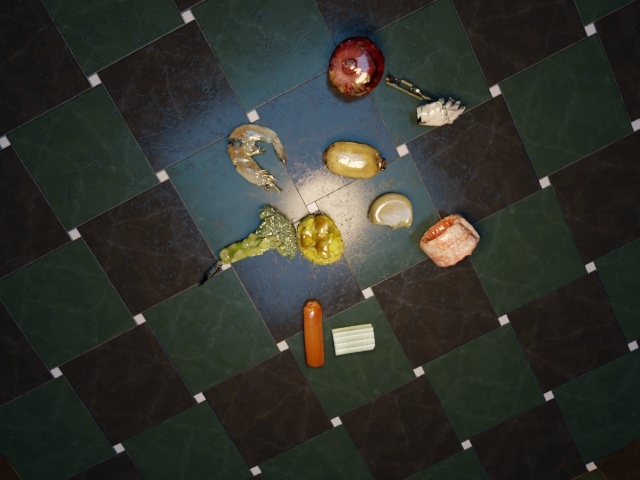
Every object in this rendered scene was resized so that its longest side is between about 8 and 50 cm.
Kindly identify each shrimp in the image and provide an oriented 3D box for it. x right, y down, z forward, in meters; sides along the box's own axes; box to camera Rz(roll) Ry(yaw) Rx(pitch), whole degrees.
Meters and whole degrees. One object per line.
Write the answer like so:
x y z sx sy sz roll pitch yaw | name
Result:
-0.269 -0.370 1.862 0.247 0.085 0.360 -36 95 -3 | shrimp

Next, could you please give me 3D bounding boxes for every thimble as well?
0.594 0.001 1.879 0.239 0.239 0.162 -40 98 4 | thimble

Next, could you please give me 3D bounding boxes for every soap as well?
0.163 0.486 2.016 0.198 0.066 0.118 -8 101 -1 | soap

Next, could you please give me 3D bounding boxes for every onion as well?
0.151 -0.743 1.757 0.247 0.190 0.246 4 110 12 | onion

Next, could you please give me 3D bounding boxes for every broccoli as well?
-0.295 -0.011 1.871 0.362 0.221 0.251 -8 125 4 | broccoli

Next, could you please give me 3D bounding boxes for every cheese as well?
0.323 -0.134 1.912 0.203 0.091 0.175 -7 100 0 | cheese

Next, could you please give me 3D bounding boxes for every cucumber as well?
-0.531 0.161 1.953 0.163 0.043 0.039 -45 60 3 | cucumber

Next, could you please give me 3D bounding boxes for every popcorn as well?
0.000 0.000 1.842 0.206 0.251 0.236 -12 103 -6 | popcorn

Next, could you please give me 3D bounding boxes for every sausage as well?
-0.035 0.468 1.992 0.097 0.094 0.347 -2 100 2 | sausage

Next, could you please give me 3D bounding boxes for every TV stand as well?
0.409 -0.685 1.853 0.250 0.036 0.042 24 96 -6 | TV stand

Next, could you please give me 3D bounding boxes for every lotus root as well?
0.159 -0.363 1.843 0.285 0.146 0.159 9 118 3 | lotus root

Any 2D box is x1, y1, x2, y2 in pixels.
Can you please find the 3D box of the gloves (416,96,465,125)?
0.541 -0.570 1.833 0.213 0.111 0.127 -6 119 10 | gloves
